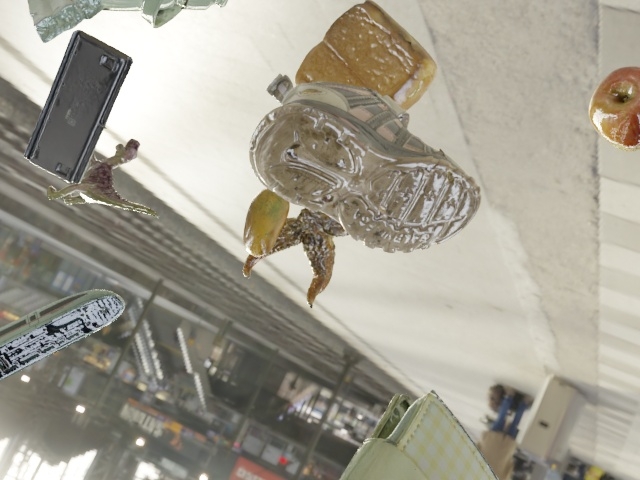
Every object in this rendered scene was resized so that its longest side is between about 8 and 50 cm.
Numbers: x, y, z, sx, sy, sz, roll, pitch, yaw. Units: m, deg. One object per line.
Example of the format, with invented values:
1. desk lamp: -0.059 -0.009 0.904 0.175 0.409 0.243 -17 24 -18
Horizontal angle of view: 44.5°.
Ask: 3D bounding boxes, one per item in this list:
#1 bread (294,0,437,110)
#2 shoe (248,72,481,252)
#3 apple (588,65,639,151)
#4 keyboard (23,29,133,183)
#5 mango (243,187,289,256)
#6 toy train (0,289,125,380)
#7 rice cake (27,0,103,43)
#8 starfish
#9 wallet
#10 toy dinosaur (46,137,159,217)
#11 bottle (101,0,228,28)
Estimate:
1. bread: 0.116 -0.427 2.060 0.148 0.328 0.337 24 -157 -53
2. shoe: 0.031 -0.061 0.581 0.180 0.089 0.092 22 -145 -20
3. apple: 0.688 -0.286 1.732 0.199 0.199 0.199 25 169 5
4. keyboard: -0.345 -0.184 1.114 0.093 0.230 0.025 28 -150 -12
5. mango: -0.078 -0.027 1.113 0.057 0.114 0.079 24 141 -17
6. toy train: -0.621 0.205 1.692 0.088 0.407 0.086 50 162 50
7. rice cake: -0.437 -0.404 1.319 0.043 0.127 0.237 61 178 -38
8. starfish: 0.001 0.001 1.220 0.138 0.247 0.050 47 -169 -6
9. wallet: 0.103 0.345 0.919 0.077 0.309 0.223 -21 106 41
10. toy dinosaur: -0.425 -0.105 1.529 0.251 0.199 0.072 -109 1 -55
11. bottle: -0.339 -0.545 1.564 0.351 0.229 0.229 2 179 -23
